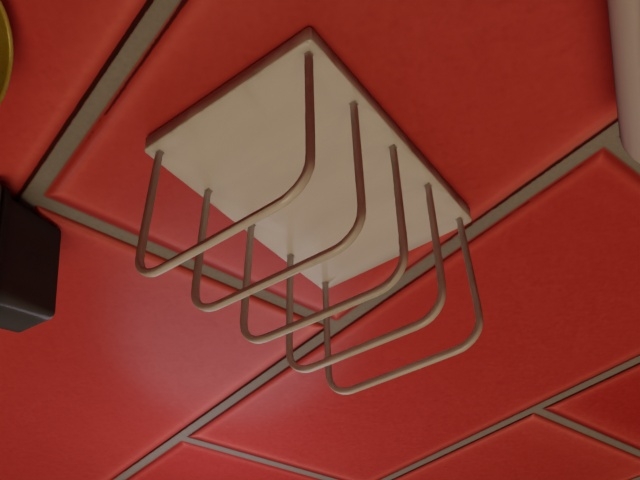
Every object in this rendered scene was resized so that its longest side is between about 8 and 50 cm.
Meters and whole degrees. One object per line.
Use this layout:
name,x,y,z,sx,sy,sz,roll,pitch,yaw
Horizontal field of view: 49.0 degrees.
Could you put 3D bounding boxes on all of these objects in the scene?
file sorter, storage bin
file sorter,0.000,0.000,0.639,0.193,0.173,0.278,-27,135,26
storage bin,-0.316,0.027,0.693,0.098,0.135,0.091,-23,145,22

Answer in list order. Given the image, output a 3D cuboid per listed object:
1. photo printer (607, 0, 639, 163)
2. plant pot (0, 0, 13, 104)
photo printer,0.321,-0.202,0.465,0.256,0.107,0.307,-16,137,15
plant pot,-0.308,-0.141,0.507,0.095,0.134,0.134,19,143,18
